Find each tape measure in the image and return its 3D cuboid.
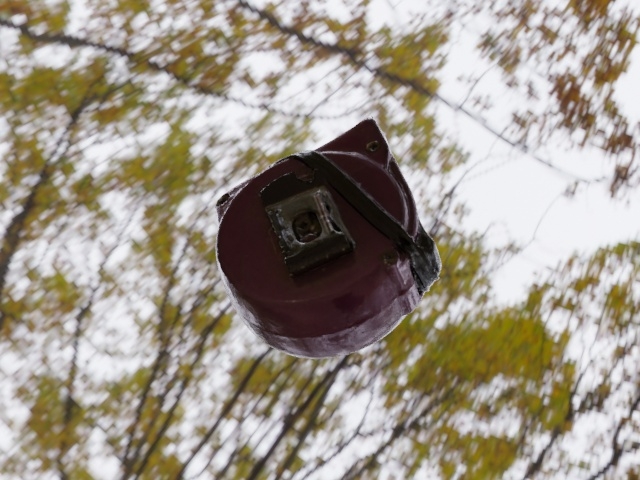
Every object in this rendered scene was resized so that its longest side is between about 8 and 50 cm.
[{"bbox_3d":[0.000,0.000,0.926,0.118,0.125,0.074,-25,-41,-2],"label":"tape measure"}]
